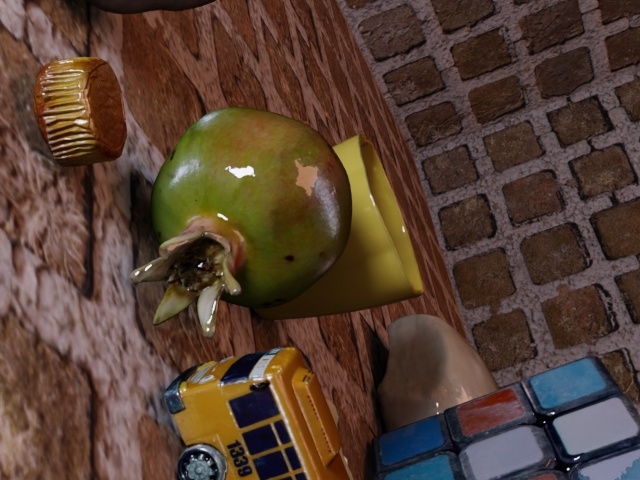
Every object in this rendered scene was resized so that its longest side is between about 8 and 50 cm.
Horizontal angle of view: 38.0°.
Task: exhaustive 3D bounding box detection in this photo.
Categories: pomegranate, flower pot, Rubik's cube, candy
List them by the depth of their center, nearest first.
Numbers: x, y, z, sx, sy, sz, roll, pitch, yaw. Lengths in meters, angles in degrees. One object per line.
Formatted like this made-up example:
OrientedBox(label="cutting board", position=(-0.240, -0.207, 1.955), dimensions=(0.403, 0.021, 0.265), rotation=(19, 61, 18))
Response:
OrientedBox(label="pomegranate", position=(-0.071, -0.013, 0.797), dimensions=(0.181, 0.181, 0.224), rotation=(65, 28, -21))
OrientedBox(label="flower pot", position=(0.000, 0.000, 1.033), dimensions=(0.195, 0.179, 0.195), rotation=(-19, 90, -80))
OrientedBox(label="Rubik's cube", position=(0.279, 0.404, 1.164), dimensions=(0.363, 0.358, 0.362), rotation=(-99, 165, -72))
OrientedBox(label="candy", position=(0.230, 0.335, 1.529), dimensions=(0.386, 0.186, 0.427), rotation=(-78, 150, -76))

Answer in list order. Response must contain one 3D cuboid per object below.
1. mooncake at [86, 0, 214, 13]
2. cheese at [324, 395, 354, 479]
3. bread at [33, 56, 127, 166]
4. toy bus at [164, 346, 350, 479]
OrientedBox(label="mooncake", position=(-0.135, -0.350, 0.782), dimensions=(0.154, 0.306, 0.306), rotation=(62, 7, 26))
OrientedBox(label="cheese", position=(-0.021, 0.189, 0.942), dimensions=(0.235, 0.049, 0.127), rotation=(54, 22, -48))
OrientedBox(label="bread", position=(-0.182, -0.094, 0.690), dimensions=(0.085, 0.053, 0.085), rotation=(-8, 90, -80))
OrientedBox(label="toy bus", position=(-0.035, 0.185, 0.729), dimensions=(0.098, 0.114, 0.201), rotation=(-36, 106, -78))
